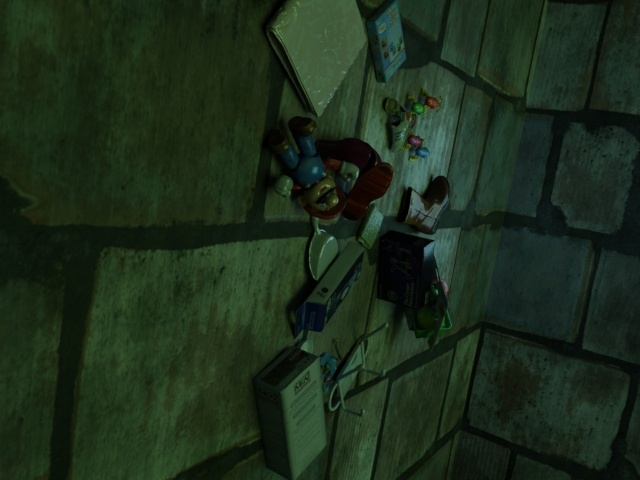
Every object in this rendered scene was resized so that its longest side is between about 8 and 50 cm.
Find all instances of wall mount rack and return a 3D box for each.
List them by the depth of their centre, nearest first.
[{"bbox_3d":[0.149,0.457,2.181,0.350,0.130,0.304,-53,147,-42],"label":"wall mount rack"}]

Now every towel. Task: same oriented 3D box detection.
[{"bbox_3d":[0.000,-0.553,1.612,0.332,0.053,0.317,-61,147,-22],"label":"towel"},{"bbox_3d":[0.177,-0.050,2.138,0.110,0.027,0.148,41,68,-56],"label":"towel"}]

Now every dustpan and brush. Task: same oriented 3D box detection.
[{"bbox_3d":[0.000,0.000,1.852,0.147,0.060,0.211,-46,145,-45],"label":"dustpan and brush"}]

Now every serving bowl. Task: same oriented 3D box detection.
[{"bbox_3d":[-0.057,0.352,1.920,0.083,0.027,0.083,-30,127,-50],"label":"serving bowl"}]

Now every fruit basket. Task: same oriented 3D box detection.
[{"bbox_3d":[0.436,0.228,2.457,0.353,0.165,0.327,85,-2,-50],"label":"fruit basket"}]

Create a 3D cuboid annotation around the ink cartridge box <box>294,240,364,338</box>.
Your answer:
[{"bbox_3d":[0.032,0.167,1.915,0.332,0.065,0.165,-51,159,-34],"label":"ink cartridge box"}]

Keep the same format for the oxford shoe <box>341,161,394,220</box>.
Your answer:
[{"bbox_3d":[0.146,-0.172,1.887,0.271,0.097,0.098,-47,-161,50],"label":"oxford shoe"}]

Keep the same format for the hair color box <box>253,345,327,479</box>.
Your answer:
[{"bbox_3d":[-0.087,0.534,1.859,0.185,0.114,0.374,-36,132,-44],"label":"hair color box"}]

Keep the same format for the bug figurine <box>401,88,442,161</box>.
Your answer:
[{"bbox_3d":[0.378,-0.429,2.265,0.216,0.072,0.279,-9,110,-57],"label":"bug figurine"}]

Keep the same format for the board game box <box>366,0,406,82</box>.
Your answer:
[{"bbox_3d":[0.215,-0.641,1.940,0.160,0.039,0.211,-53,143,-33],"label":"board game box"}]

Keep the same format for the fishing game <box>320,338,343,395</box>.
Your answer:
[{"bbox_3d":[0.012,0.476,2.076,0.264,0.041,0.189,-54,146,-32],"label":"fishing game"}]

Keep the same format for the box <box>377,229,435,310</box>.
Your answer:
[{"bbox_3d":[0.321,0.112,2.289,0.103,0.184,0.261,-27,125,-48],"label":"box"}]

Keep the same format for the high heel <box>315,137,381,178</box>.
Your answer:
[{"bbox_3d":[0.146,-0.240,1.854,0.377,0.181,0.127,-4,106,-58],"label":"high heel"}]

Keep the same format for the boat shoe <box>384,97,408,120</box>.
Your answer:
[{"bbox_3d":[0.269,-0.453,2.097,0.153,0.048,0.056,28,78,-59],"label":"boat shoe"}]

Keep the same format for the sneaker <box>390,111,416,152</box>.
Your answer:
[{"bbox_3d":[0.269,-0.384,2.113,0.057,0.075,0.161,-97,-152,-45],"label":"sneaker"}]

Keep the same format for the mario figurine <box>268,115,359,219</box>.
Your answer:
[{"bbox_3d":[-0.008,-0.170,1.625,0.320,0.198,0.170,59,25,-44],"label":"mario figurine"}]

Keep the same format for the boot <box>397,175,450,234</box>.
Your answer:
[{"bbox_3d":[0.411,-0.171,2.448,0.280,0.096,0.264,20,92,-52],"label":"boot"}]
